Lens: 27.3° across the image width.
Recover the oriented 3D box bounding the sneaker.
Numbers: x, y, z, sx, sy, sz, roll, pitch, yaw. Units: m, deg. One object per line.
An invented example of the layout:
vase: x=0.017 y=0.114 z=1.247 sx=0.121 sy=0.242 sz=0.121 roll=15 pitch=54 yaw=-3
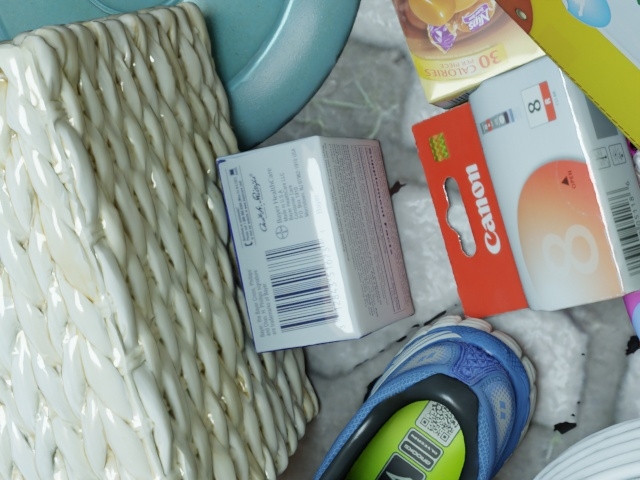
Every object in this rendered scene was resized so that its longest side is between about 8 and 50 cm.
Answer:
sneaker: x=0.018 y=0.202 z=0.852 sx=0.129 sy=0.147 sz=0.330 roll=29 pitch=105 yaw=14

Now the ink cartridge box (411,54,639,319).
ink cartridge box: x=0.117 y=-0.026 z=0.816 sx=0.179 sy=0.045 sz=0.145 roll=-18 pitch=87 yaw=52

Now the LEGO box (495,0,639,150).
LEGO box: x=0.329 y=-0.070 z=0.569 sx=0.193 sy=0.372 sz=0.500 roll=-44 pitch=89 yaw=-11

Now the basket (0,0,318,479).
basket: x=-0.189 y=0.035 z=0.799 sx=0.266 sy=0.328 sz=0.331 roll=-14 pitch=100 yaw=14

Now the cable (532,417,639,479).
cable: x=0.233 y=0.211 z=0.767 sx=0.257 sy=0.089 sz=0.257 roll=29 pitch=129 yaw=-7

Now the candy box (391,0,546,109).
candy box: x=0.142 y=-0.168 z=0.845 sx=0.186 sy=0.053 sz=0.109 roll=-20 pitch=84 yaw=19

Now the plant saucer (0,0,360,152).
plant saucer: x=-0.124 y=-0.206 z=0.933 sx=0.317 sy=0.043 sz=0.318 roll=1 pitch=93 yaw=17

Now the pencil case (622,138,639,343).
pencil case: x=0.227 y=0.030 z=0.805 sx=0.104 sy=0.104 sz=0.236 roll=-15 pitch=89 yaw=18

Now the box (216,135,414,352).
box: x=0.000 y=0.000 z=0.853 sx=0.072 sy=0.137 sz=0.126 roll=-12 pitch=89 yaw=19
